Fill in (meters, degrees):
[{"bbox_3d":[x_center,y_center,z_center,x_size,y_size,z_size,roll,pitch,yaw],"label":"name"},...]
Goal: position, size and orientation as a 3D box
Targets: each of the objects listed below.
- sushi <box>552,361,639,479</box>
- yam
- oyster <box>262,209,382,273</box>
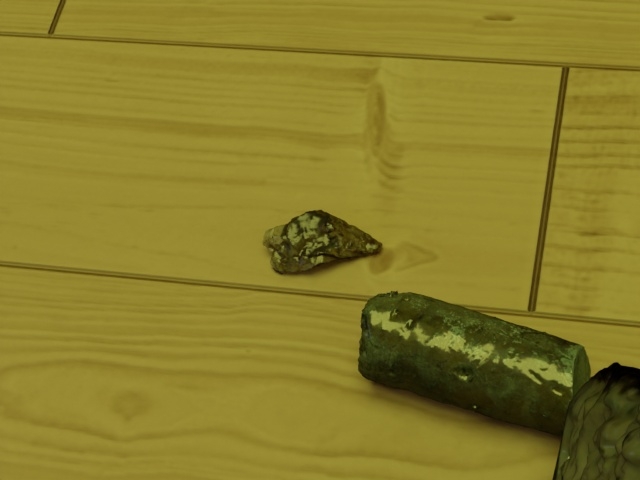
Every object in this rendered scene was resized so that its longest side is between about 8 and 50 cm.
[{"bbox_3d":[0.238,0.196,0.856,0.207,0.348,0.234,10,94,-1],"label":"sushi"},{"bbox_3d":[0.115,0.090,1.075,0.179,0.078,0.078,16,61,21],"label":"yam"},{"bbox_3d":[0.000,-0.003,1.185,0.093,0.034,0.051,-16,63,-5],"label":"oyster"}]
